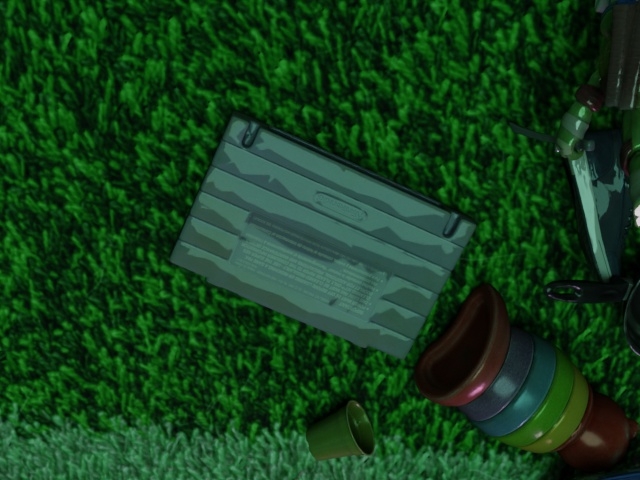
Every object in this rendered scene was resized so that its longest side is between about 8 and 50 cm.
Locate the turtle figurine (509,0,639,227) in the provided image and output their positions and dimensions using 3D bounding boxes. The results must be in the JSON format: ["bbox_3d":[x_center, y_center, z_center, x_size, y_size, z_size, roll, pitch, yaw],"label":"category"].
[{"bbox_3d":[0.388,-0.131,1.108,0.198,0.266,0.274,1,144,-16],"label":"turtle figurine"}]

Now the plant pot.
[{"bbox_3d":[0.024,0.281,1.367,0.079,0.083,0.083,-25,107,20],"label":"plant pot"}]

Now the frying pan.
[{"bbox_3d":[0.429,0.090,1.272,0.326,0.053,0.197,-14,122,-14],"label":"frying pan"}]

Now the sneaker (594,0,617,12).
[{"bbox_3d":[0.466,-0.290,1.169,0.236,0.130,0.322,-12,122,22],"label":"sneaker"}]

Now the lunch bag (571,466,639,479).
[{"bbox_3d":[0.420,0.367,1.322,0.176,0.219,0.090,-5,70,-7],"label":"lunch bag"}]

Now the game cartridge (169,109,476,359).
[{"bbox_3d":[0.000,0.000,1.280,0.355,0.068,0.230,24,110,-8],"label":"game cartridge"}]

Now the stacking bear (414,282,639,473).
[{"bbox_3d":[0.301,0.219,1.308,0.289,0.164,0.175,32,105,-15],"label":"stacking bear"}]

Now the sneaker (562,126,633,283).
[{"bbox_3d":[0.418,-0.047,1.252,0.164,0.086,0.226,-14,108,5],"label":"sneaker"}]
